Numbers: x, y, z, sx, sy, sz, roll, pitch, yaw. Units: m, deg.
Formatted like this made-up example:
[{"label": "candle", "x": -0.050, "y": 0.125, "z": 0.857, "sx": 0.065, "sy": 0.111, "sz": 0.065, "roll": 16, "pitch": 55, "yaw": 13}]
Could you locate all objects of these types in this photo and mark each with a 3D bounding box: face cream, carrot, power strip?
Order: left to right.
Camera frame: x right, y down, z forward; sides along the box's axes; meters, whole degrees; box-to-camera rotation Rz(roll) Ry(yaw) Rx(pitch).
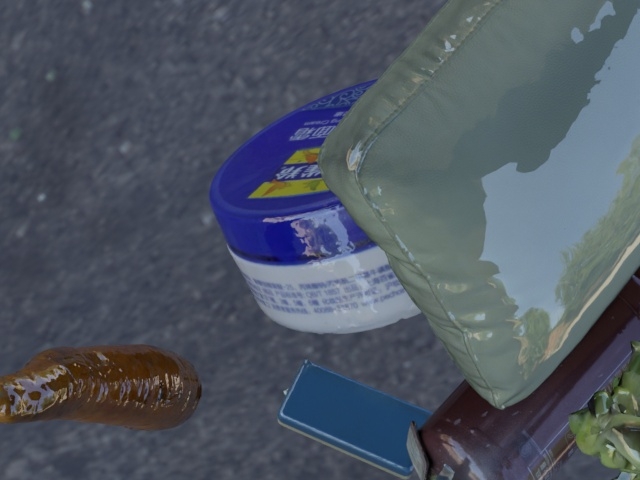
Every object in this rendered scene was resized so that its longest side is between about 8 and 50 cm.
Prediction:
[{"label": "carrot", "x": -0.140, "y": 0.092, "z": 1.106, "sx": 0.248, "sy": 0.059, "sz": 0.059, "roll": 12, "pitch": 68, "yaw": -68}, {"label": "power strip", "x": 0.027, "y": 0.145, "z": 1.460, "sx": 0.123, "sy": 0.032, "sz": 0.056, "roll": 23, "pitch": 69, "yaw": 6}, {"label": "face cream", "x": 0.034, "y": -0.025, "z": 1.254, "sx": 0.206, "sy": 0.206, "sz": 0.111, "roll": -36, "pitch": 115, "yaw": -26}]

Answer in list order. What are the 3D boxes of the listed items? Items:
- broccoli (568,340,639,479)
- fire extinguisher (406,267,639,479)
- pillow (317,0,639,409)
[{"label": "broccoli", "x": 0.275, "y": 0.158, "z": 0.804, "sx": 0.324, "sy": 0.272, "sz": 0.334, "roll": -8, "pitch": 84, "yaw": -6}, {"label": "fire extinguisher", "x": 0.143, "y": 0.115, "z": 1.249, "sx": 0.269, "sy": 0.105, "sz": 0.105, "roll": -43, "pitch": 98, "yaw": -23}, {"label": "pillow", "x": 0.158, "y": -0.077, "z": 1.129, "sx": 0.322, "sy": 0.120, "sz": 0.255, "roll": -47, "pitch": 128, "yaw": -17}]
